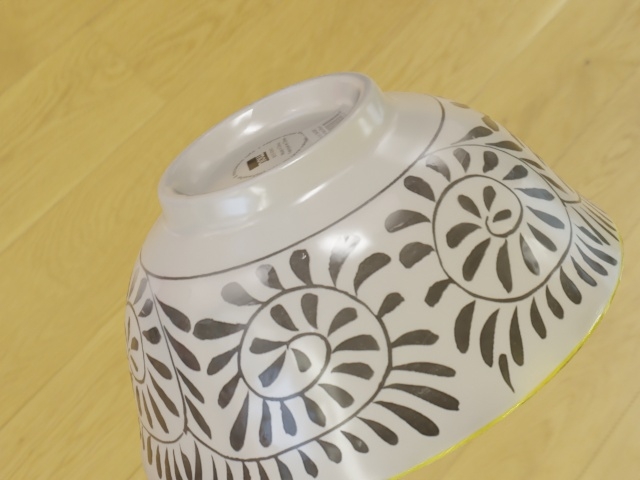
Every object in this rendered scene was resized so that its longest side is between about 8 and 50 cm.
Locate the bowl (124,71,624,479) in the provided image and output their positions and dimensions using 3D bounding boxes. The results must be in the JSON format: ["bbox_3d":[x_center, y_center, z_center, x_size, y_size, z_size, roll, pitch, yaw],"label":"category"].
[{"bbox_3d":[0.000,0.000,0.449,0.170,0.170,0.080,-43,116,-30],"label":"bowl"}]
